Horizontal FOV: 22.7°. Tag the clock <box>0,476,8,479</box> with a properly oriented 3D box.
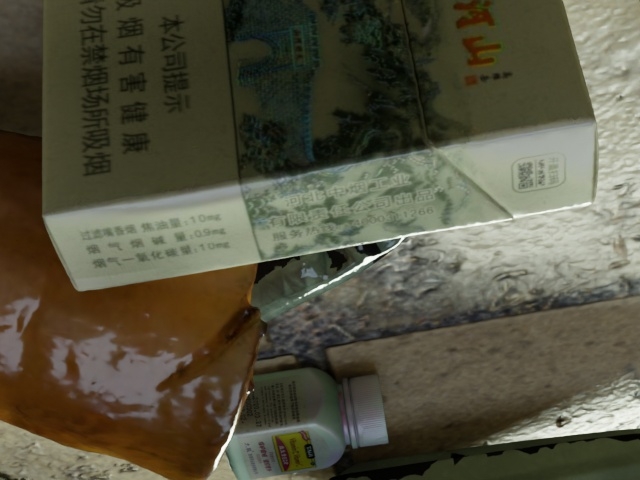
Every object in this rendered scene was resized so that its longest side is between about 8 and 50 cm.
[{"bbox_3d":[-0.332,0.250,1.268,0.236,0.053,0.236,-6,145,-4],"label":"clock"}]

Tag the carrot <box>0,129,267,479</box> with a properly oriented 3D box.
[{"bbox_3d":[-0.174,0.027,0.871,0.254,0.196,0.196,10,140,-16],"label":"carrot"}]

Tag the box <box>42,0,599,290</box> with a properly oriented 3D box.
[{"bbox_3d":[-0.006,-0.077,0.788,0.256,0.164,0.069,-10,143,3],"label":"box"}]

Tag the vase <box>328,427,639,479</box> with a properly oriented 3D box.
[{"bbox_3d":[0.172,0.215,1.242,0.360,0.165,0.165,-17,143,5],"label":"vase"}]

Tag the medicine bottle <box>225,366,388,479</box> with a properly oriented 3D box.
[{"bbox_3d":[-0.012,0.131,1.162,0.118,0.055,0.074,-9,143,0],"label":"medicine bottle"}]

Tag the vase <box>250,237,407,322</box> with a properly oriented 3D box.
[{"bbox_3d":[0.000,0.000,0.983,0.211,0.060,0.060,-29,139,25],"label":"vase"}]
